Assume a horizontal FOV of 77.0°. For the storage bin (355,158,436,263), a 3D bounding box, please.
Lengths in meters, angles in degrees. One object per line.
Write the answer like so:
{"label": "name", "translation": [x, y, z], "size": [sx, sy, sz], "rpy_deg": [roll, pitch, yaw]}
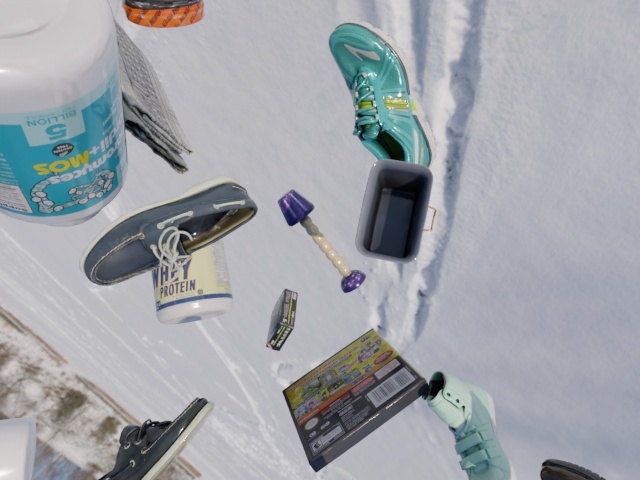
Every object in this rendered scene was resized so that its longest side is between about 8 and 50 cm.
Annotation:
{"label": "storage bin", "translation": [0.110, -0.033, 0.572], "size": [0.098, 0.135, 0.091], "rpy_deg": [11, 174, 11]}

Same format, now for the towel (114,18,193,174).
{"label": "towel", "translation": [-0.381, -0.324, 0.858], "size": [0.312, 0.056, 0.324], "rpy_deg": [85, 162, -82]}

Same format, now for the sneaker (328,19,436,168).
{"label": "sneaker", "translation": [0.095, -0.211, 0.638], "size": [0.107, 0.110, 0.275], "rpy_deg": [-12, 114, 53]}

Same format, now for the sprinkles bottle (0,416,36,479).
{"label": "sprinkles bottle", "translation": [-0.614, 0.333, 0.556], "size": [0.121, 0.355, 0.121], "rpy_deg": [-13, 75, 61]}

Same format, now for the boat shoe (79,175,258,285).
{"label": "boat shoe", "translation": [-0.209, -0.005, 0.583], "size": [0.079, 0.254, 0.095], "rpy_deg": [44, 149, 29]}

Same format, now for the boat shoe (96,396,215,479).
{"label": "boat shoe", "translation": [-0.343, 0.406, 0.764], "size": [0.113, 0.340, 0.127], "rpy_deg": [42, -170, 10]}

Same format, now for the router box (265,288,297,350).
{"label": "router box", "translation": [-0.093, 0.192, 0.982], "size": [0.038, 0.122, 0.092], "rpy_deg": [22, 122, -14]}

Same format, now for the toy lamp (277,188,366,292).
{"label": "toy lamp", "translation": [0.000, 0.000, 0.955], "size": [0.275, 0.080, 0.080], "rpy_deg": [53, 146, -13]}

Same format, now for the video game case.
{"label": "video game case", "translation": [0.063, 0.329, 0.885], "size": [0.035, 0.274, 0.248], "rpy_deg": [61, 171, -19]}

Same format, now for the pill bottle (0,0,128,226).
{"label": "pill bottle", "translation": [-0.259, -0.109, 0.368], "size": [0.146, 0.146, 0.264], "rpy_deg": [42, 148, 0]}

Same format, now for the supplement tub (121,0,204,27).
{"label": "supplement tub", "translation": [-0.318, -0.598, 0.740], "size": [0.207, 0.207, 0.338], "rpy_deg": [28, 140, 22]}

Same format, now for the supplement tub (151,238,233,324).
{"label": "supplement tub", "translation": [-0.419, 0.087, 1.295], "size": [0.235, 0.235, 0.325], "rpy_deg": [-36, 64, 57]}

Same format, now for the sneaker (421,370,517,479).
{"label": "sneaker", "translation": [0.257, 0.363, 0.740], "size": [0.151, 0.256, 0.094], "rpy_deg": [29, 122, -12]}

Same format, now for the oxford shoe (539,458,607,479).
{"label": "oxford shoe", "translation": [0.363, 0.372, 0.520], "size": [0.083, 0.096, 0.227], "rpy_deg": [62, 171, -10]}
